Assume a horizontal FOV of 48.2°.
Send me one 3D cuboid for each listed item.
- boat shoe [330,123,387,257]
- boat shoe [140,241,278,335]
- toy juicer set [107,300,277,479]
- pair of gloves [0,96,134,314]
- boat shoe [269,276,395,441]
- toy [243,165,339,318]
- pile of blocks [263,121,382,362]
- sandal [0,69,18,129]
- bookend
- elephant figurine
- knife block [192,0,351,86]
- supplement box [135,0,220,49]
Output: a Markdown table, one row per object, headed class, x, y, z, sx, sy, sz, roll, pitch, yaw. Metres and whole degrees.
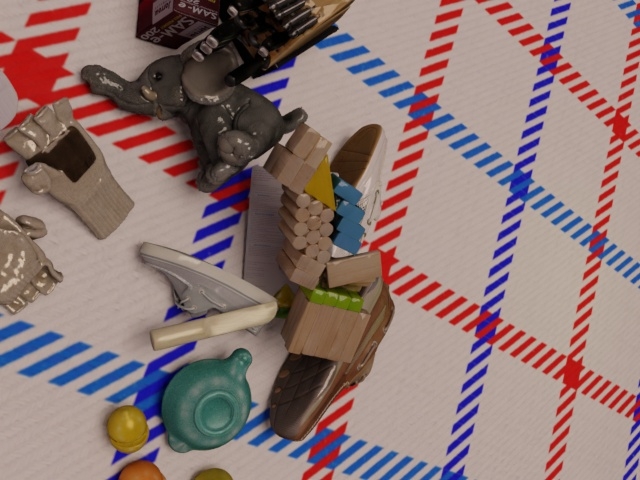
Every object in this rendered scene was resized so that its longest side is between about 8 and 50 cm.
| class | x | y | z | sx | sy | sz | roll | pitch | yaw |
| --- | --- | --- | --- | --- | --- | --- | --- | --- | --- |
| boat shoe | 0.059 | -0.063 | 1.226 | 0.096 | 0.098 | 0.277 | 29 | 79 | -34 |
| boat shoe | -0.167 | 0.076 | 1.043 | 0.227 | 0.079 | 0.081 | 29 | 81 | -27 |
| toy juicer set | -0.194 | 0.231 | 1.018 | 0.209 | 0.089 | 0.329 | 11 | 89 | -24 |
| pair of gloves | -0.355 | -0.038 | 0.893 | 0.240 | 0.042 | 0.204 | -49 | 133 | -29 |
| boat shoe | 0.036 | 0.193 | 1.175 | 0.116 | 0.123 | 0.324 | 48 | 63 | -29 |
| toy | -0.049 | 0.007 | 1.142 | 0.136 | 0.056 | 0.237 | 5 | 90 | -3 |
| pile of blocks | 0.000 | 0.000 | 1.049 | 0.148 | 0.112 | 0.362 | -9 | 112 | -16 |
| sandal | -0.481 | -0.129 | 0.809 | 0.265 | 0.076 | 0.102 | -36 | 121 | -26 |
| bookend | -0.074 | -0.368 | 1.148 | 0.157 | 0.072 | 0.156 | -40 | 111 | -33 |
| elephant figurine | -0.175 | -0.204 | 1.020 | 0.239 | 0.169 | 0.186 | 52 | 28 | -6 |
| knife block | -0.069 | -0.305 | 1.018 | 0.242 | 0.275 | 0.088 | -37 | 100 | -2 |
| supplement box | -0.197 | -0.410 | 1.017 | 0.073 | 0.130 | 0.240 | 7 | 82 | -37 |
